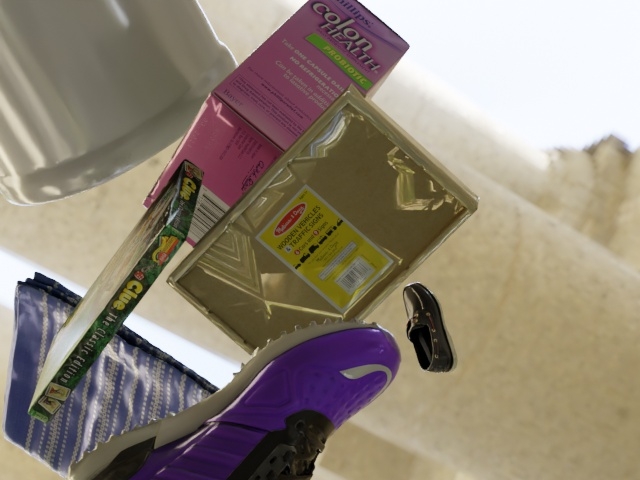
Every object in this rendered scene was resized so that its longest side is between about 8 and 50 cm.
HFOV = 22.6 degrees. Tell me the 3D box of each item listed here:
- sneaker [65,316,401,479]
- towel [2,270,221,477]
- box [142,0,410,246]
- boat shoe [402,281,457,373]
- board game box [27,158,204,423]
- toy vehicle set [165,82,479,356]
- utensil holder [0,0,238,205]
[{"bbox_3d":[-0.049,0.183,1.262,0.293,0.102,0.146,-31,-130,3],"label":"sneaker"},{"bbox_3d":[-0.244,0.207,1.848,0.040,0.336,0.243,-21,132,-49],"label":"towel"},{"bbox_3d":[-0.048,-0.123,1.713,0.243,0.117,0.213,-50,179,-41],"label":"box"},{"bbox_3d":[0.131,0.108,2.021,0.049,0.042,0.133,-52,-133,43],"label":"boat shoe"},{"bbox_3d":[-0.198,0.049,1.548,0.259,0.030,0.136,-51,-162,27],"label":"board game box"},{"bbox_3d":[0.000,0.000,1.531,0.267,0.166,0.035,-45,-171,19],"label":"toy vehicle set"},{"bbox_3d":[-0.325,-0.288,1.882,0.328,0.385,0.327,-23,-156,11],"label":"utensil holder"}]
